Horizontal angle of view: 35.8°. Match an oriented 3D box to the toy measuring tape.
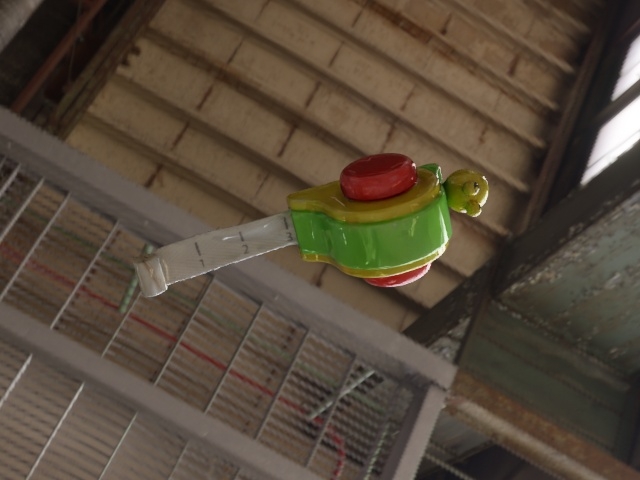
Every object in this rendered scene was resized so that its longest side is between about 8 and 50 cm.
[{"bbox_3d":[0.000,0.000,0.879,0.330,0.121,0.121,-17,-107,-8],"label":"toy measuring tape"}]
